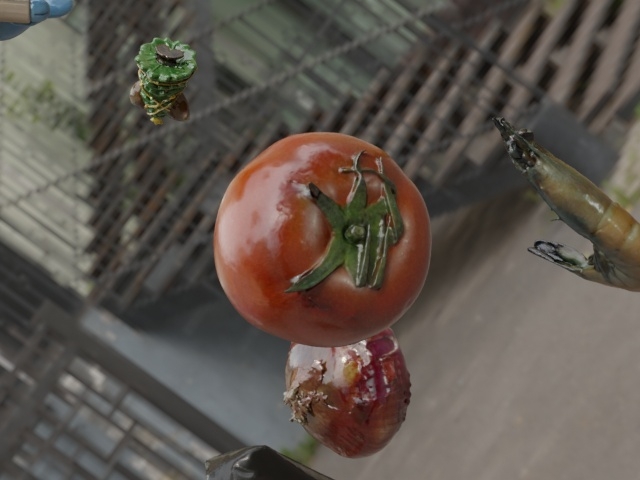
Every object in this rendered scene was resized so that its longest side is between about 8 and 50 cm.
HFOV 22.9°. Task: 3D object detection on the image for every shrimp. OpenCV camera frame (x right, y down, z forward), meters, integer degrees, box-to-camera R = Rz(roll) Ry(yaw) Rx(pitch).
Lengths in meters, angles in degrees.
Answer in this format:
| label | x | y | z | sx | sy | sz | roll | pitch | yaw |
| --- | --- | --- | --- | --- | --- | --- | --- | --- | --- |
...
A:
| label | x | y | z | sx | sy | sz | roll | pitch | yaw |
| --- | --- | --- | --- | --- | --- | --- | --- | --- | --- |
| shrimp | 0.243 | -0.028 | 1.675 | 0.051 | 0.262 | 0.198 | -54 | 14 | -21 |

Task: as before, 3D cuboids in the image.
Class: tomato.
| label | x | y | z | sx | sy | sz | roll | pitch | yaw |
| --- | --- | --- | --- | --- | --- | --- | --- | --- | --- |
| tomato | 0.000 | 0.000 | 1.845 | 0.256 | 0.256 | 0.224 | -55 | 19 | -26 |

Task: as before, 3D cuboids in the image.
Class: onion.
| label | x | y | z | sx | sy | sz | roll | pitch | yaw |
| --- | --- | --- | --- | --- | --- | --- | --- | --- | --- |
| onion | 0.018 | 0.211 | 2.334 | 0.163 | 0.230 | 0.230 | -2 | -33 | -35 |

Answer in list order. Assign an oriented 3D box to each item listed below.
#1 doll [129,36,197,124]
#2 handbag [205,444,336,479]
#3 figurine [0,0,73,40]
| label | x | y | z | sx | sy | sz | roll | pitch | yaw |
| --- | --- | --- | --- | --- | --- | --- | --- | --- | --- |
| doll | -0.193 | -0.179 | 1.893 | 0.077 | 0.078 | 0.113 | -65 | -8 | -63 |
| handbag | -0.004 | 0.304 | 1.325 | 0.080 | 0.247 | 0.223 | -25 | 49 | 34 |
| figurine | -0.427 | -0.309 | 2.043 | 0.180 | 0.154 | 0.262 | -12 | 36 | 12 |
